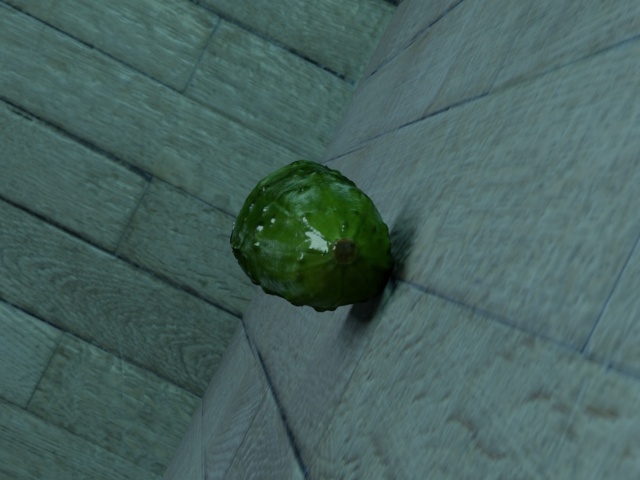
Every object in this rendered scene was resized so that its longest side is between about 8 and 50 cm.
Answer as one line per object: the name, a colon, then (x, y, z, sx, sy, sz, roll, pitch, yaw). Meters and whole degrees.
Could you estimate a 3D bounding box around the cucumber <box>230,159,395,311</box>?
cucumber: (0.003, 0.002, 1.262, 0.134, 0.134, 0.244, -63, 10, 0)
